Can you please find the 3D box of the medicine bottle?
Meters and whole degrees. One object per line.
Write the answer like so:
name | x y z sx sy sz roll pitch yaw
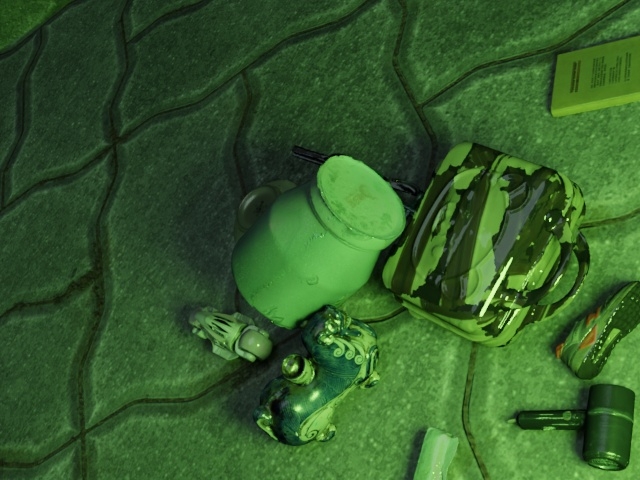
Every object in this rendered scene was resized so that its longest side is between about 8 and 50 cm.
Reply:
medicine bottle | 0.000 0.000 1.703 0.290 0.245 0.245 -45 36 40

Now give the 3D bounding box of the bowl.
bowl | -0.111 -0.044 2.059 0.238 0.126 0.238 -21 50 27

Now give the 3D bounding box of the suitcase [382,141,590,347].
suitcase | 0.322 0.021 1.609 0.339 0.194 0.351 26 86 44

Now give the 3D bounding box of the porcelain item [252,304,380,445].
porcelain item | -0.012 0.263 1.702 0.288 0.186 0.138 -47 44 2

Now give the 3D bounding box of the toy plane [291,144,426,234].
toy plane | 0.113 -0.109 1.911 0.382 0.155 0.106 34 82 31

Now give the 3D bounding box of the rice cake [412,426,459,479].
rice cake | 0.178 0.459 1.497 0.081 0.051 0.290 -7 56 46

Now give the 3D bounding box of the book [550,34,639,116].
book | 0.584 -0.335 1.788 0.231 0.026 0.161 -7 55 35

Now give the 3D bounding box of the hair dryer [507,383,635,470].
hair dryer | 0.398 0.300 1.435 0.219 0.071 0.124 -8 55 43

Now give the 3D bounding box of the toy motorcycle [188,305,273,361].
toy motorcycle | -0.210 0.200 1.965 0.254 0.112 0.112 17 71 44

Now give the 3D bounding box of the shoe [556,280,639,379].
shoe | 0.470 0.140 1.491 0.194 0.074 0.077 -53 37 -4
